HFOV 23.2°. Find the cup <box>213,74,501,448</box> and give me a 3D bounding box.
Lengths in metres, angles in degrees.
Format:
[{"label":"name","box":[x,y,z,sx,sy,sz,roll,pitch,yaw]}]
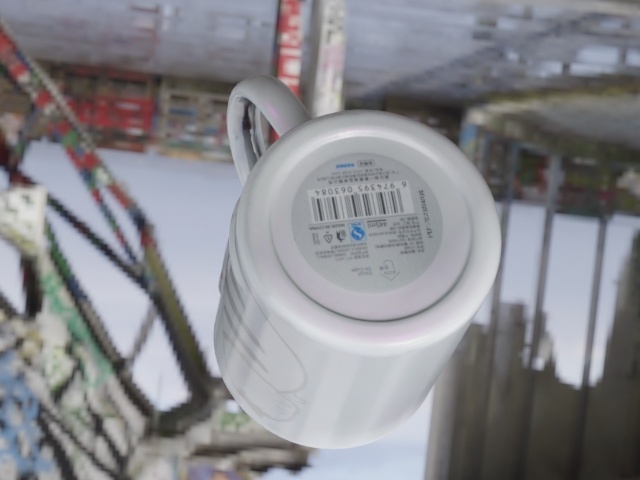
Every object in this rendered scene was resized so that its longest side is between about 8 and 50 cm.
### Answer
[{"label":"cup","box":[-0.004,0.009,0.622,0.136,0.099,0.133,35,158,7]}]
